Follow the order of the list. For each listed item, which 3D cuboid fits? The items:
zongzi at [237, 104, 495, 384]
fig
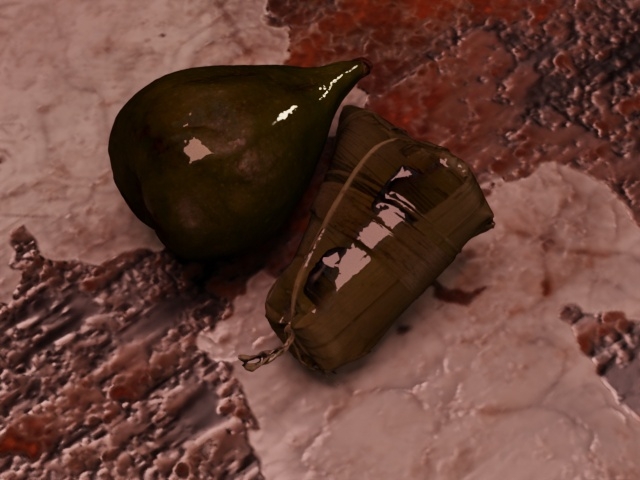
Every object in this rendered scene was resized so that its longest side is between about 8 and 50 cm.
[{"bbox_3d":[0.000,0.000,1.162,0.189,0.081,0.178,-46,36,-5],"label":"zongzi"},{"bbox_3d":[-0.042,-0.053,1.163,0.185,0.133,0.126,-6,94,-25],"label":"fig"}]
